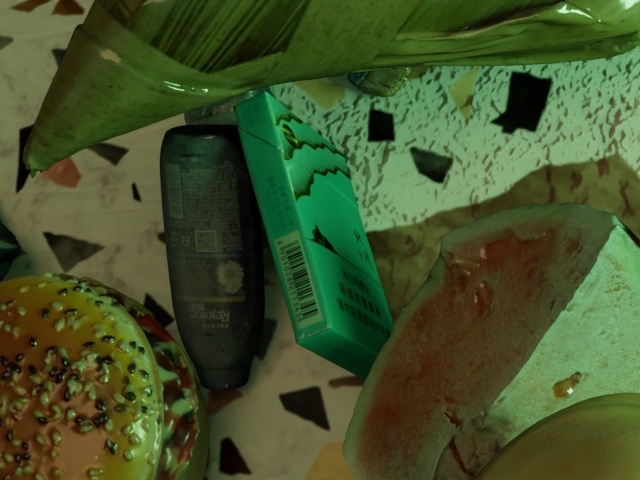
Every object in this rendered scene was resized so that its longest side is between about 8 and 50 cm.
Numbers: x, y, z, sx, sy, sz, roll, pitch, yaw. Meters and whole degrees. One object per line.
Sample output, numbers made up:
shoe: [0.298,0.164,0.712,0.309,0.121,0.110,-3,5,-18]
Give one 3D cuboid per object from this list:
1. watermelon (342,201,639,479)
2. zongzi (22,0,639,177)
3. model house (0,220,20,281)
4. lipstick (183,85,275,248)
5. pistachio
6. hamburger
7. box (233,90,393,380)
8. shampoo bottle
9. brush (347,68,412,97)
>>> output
watermelon: [0.157,0.101,1.270,0.224,0.180,0.305,35,106,10]
zongzi: [0.071,-0.154,1.353,0.500,0.218,0.467,28,92,-7]
model house: [-0.473,0.034,1.569,0.291,0.253,0.184,-49,45,20]
lipstick: [-0.085,-0.134,1.531,0.076,0.077,0.290,-14,68,20]
pistachio: [0.217,0.228,1.141,0.309,0.230,0.230,-42,55,42]
hamburger: [-0.244,0.167,1.438,0.300,0.176,0.300,-7,70,22]
box: [0.000,0.000,1.398,0.042,0.161,0.226,-24,64,17]
shampoo bottle: [-0.093,0.016,1.433,0.087,0.049,0.234,0,105,18]
brush: [0.018,-0.188,1.544,0.164,0.014,0.051,39,88,30]
